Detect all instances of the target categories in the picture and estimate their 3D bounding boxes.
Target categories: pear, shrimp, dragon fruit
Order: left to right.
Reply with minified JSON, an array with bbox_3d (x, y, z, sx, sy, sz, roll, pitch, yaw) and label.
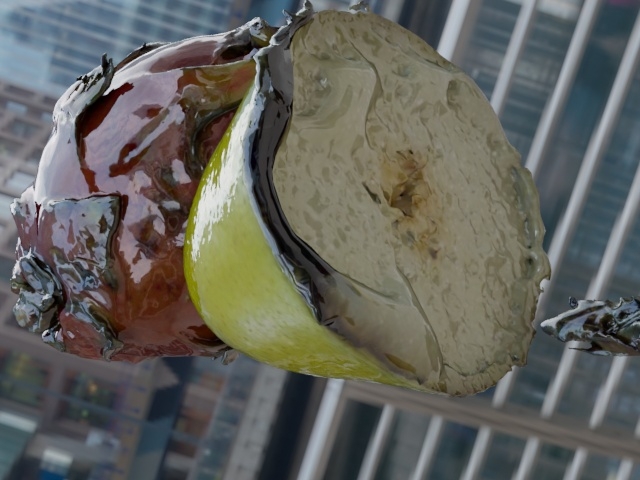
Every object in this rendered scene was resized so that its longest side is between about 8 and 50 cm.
[{"bbox_3d":[-0.094,-0.040,1.081,0.315,0.250,0.250,-61,4,20],"label":"dragon fruit"},{"bbox_3d":[0.002,0.001,0.857,0.178,0.267,0.267,-29,28,35],"label":"pear"},{"bbox_3d":[0.231,0.008,0.986,0.195,0.035,0.148,-10,76,50],"label":"shrimp"}]
